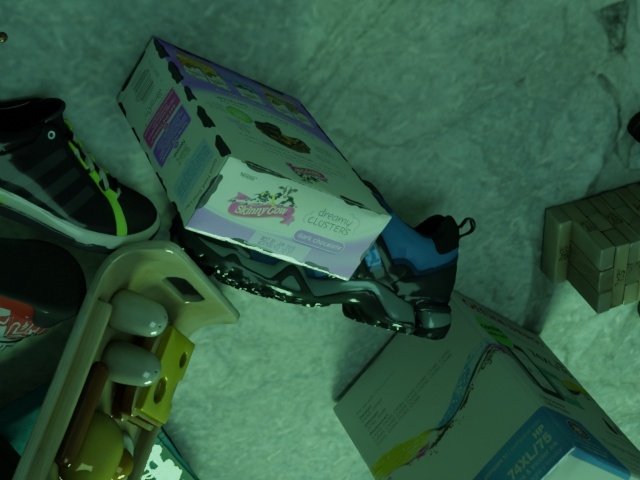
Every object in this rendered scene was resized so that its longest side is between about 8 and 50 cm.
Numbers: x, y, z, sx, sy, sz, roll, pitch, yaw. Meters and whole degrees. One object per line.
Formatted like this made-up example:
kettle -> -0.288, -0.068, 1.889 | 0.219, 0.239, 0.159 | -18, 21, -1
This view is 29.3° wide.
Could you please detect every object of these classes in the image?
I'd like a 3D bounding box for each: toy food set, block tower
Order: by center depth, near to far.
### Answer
toy food set -> -0.157, 0.173, 1.068 | 0.220, 0.092, 0.306 | 58, 50, -67
block tower -> 0.413, -0.020, 1.351 | 0.335, 0.097, 0.091 | -16, 130, -15

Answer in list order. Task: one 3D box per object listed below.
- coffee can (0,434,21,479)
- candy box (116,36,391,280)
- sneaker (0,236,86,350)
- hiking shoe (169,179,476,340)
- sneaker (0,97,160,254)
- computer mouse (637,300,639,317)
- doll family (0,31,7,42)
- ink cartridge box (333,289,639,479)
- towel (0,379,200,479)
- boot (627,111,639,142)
coffee can -> -0.380, 0.307, 1.067 | 0.275, 0.201, 0.201 | -31, 133, 0
candy box -> -0.058, -0.067, 0.996 | 0.164, 0.196, 0.070 | 20, 113, -36
sneaker -> -0.331, 0.031, 0.964 | 0.145, 0.090, 0.270 | -27, 147, 31
hiking shoe -> 0.000, 0.000, 1.164 | 0.304, 0.113, 0.132 | 17, 85, -29
sneaker -> -0.217, -0.063, 0.993 | 0.234, 0.084, 0.097 | 20, 111, -38
computer mouse -> 0.470, 0.138, 1.512 | 0.262, 0.060, 0.184 | 36, 144, -15
doll family -> -0.305, -0.175, 0.864 | 0.193, 0.076, 0.111 | 17, 96, -31
ink cartridge box -> 0.186, 0.222, 1.297 | 0.198, 0.270, 0.197 | 28, 107, -39
towel -> -0.316, 0.280, 1.238 | 0.370, 0.040, 0.271 | -28, 132, -3
boot -> 0.383, -0.086, 1.279 | 0.121, 0.099, 0.045 | 18, 116, -36
